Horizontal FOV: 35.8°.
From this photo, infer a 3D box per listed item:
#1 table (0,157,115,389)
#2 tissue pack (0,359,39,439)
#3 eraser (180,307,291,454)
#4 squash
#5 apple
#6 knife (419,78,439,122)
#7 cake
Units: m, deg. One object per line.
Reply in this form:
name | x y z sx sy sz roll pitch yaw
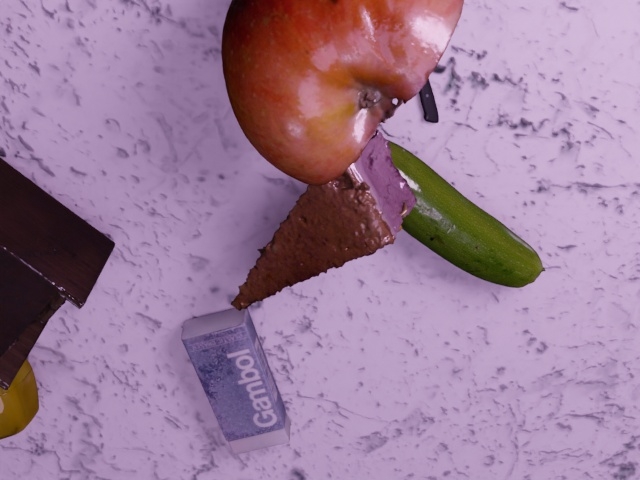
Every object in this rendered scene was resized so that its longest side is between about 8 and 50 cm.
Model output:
table | -0.385 0.030 1.191 0.193 0.172 0.169 39 113 -15
tissue pack | -0.476 0.202 1.311 0.178 0.123 0.127 -14 106 4
eraser | -0.111 0.194 1.351 0.092 0.046 0.212 -15 117 8
squash | 0.153 -0.024 1.211 0.292 0.082 0.082 36 113 -18
apple | -0.006 -0.213 1.010 0.163 0.251 0.293 26 116 -23
knife | 0.108 -0.211 1.150 0.023 0.010 0.170 -19 115 3
cake | 0.000 0.000 1.159 0.113 0.116 0.295 48 132 1
